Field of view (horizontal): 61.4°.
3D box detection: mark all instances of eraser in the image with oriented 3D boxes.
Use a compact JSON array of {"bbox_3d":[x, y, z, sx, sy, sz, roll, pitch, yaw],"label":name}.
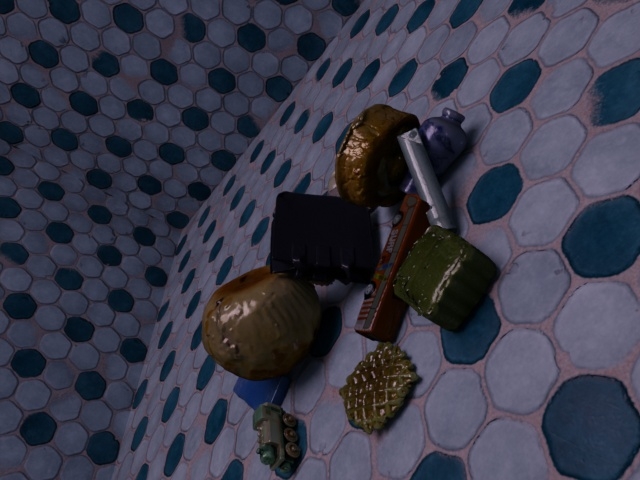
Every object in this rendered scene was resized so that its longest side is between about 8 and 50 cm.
[{"bbox_3d":[-0.202,0.488,1.806,0.312,0.043,0.144,2,65,63],"label":"eraser"}]

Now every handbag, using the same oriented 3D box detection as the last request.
[{"bbox_3d":[0.000,0.000,1.647,0.329,0.304,0.122,-93,11,-47],"label":"handbag"}]

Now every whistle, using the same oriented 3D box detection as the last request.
[{"bbox_3d":[0.275,-0.154,1.407,0.062,0.062,0.312,-36,61,42],"label":"whistle"}]

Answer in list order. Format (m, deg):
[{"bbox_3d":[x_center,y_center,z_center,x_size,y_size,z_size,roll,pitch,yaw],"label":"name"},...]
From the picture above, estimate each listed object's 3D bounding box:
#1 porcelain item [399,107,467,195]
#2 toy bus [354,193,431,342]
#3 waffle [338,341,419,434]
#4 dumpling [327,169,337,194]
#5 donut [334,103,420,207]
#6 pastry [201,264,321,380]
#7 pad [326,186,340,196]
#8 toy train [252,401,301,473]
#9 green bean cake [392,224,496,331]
[{"bbox_3d":[0.317,-0.241,1.511,0.259,0.141,0.141,-65,23,14],"label":"porcelain item"},{"bbox_3d":[0.205,0.067,1.423,0.092,0.093,0.408,-5,59,61],"label":"toy bus"},{"bbox_3d":[0.135,0.348,1.296,0.214,0.054,0.208,-52,22,3],"label":"waffle"},{"bbox_3d":[0.090,-0.196,1.927,0.134,0.100,0.169,-34,36,38],"label":"dumpling"},{"bbox_3d":[0.185,-0.233,1.582,0.160,0.330,0.330,26,86,29],"label":"donut"},{"bbox_3d":[-0.174,0.263,1.661,0.389,0.312,0.388,-24,16,7],"label":"pastry"},{"bbox_3d":[0.136,-0.165,1.811,0.265,0.009,0.159,-36,57,29],"label":"pad"},{"bbox_3d":[-0.127,0.548,1.498,0.080,0.125,0.194,-54,24,23],"label":"toy train"},{"bbox_3d":[0.278,0.081,1.242,0.200,0.113,0.214,-59,24,4],"label":"green bean cake"}]
